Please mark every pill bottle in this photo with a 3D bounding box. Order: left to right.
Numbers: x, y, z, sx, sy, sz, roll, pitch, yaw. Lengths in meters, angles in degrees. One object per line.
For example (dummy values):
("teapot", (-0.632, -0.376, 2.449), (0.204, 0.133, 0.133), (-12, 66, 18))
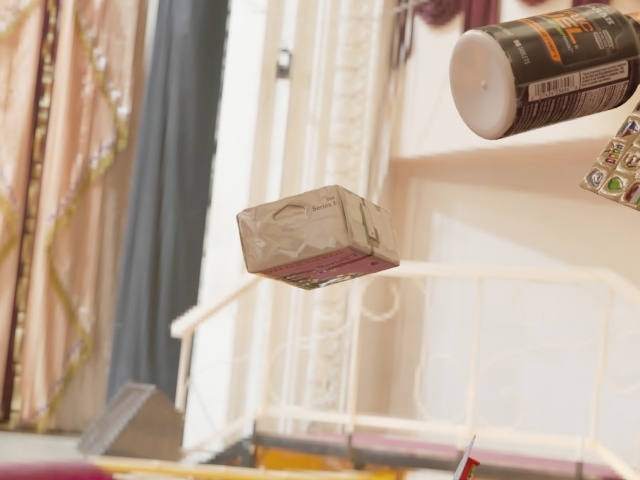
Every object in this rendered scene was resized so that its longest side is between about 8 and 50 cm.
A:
("pill bottle", (0.283, -0.204, 1.457), (0.245, 0.131, 0.130), (-16, 3, -26))

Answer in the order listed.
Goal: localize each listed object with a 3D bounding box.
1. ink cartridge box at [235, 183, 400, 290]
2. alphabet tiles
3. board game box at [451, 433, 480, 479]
("ink cartridge box", (0.000, 0.000, 1.766), (0.160, 0.093, 0.219), (-16, -13, 20))
("alphabet tiles", (0.461, -0.138, 1.590), (0.009, 0.237, 0.198), (38, -4, -34))
("board game box", (0.221, 0.382, 1.932), (0.033, 0.169, 0.133), (24, 33, 7))
